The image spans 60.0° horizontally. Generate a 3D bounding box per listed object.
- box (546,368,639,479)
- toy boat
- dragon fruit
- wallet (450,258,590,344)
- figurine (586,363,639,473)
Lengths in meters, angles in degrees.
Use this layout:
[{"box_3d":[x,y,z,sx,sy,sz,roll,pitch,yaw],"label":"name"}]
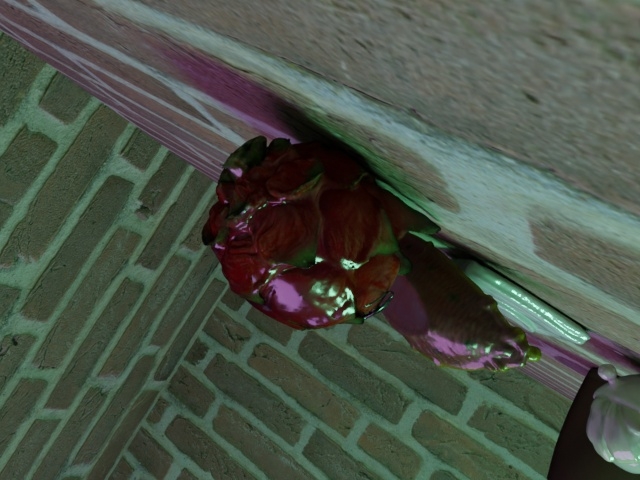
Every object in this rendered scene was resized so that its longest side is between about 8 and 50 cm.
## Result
[{"box_3d":[0.534,0.378,0.926,0.301,0.216,0.301,32,175,3],"label":"box"},{"box_3d":[0.129,0.066,0.702,0.099,0.141,0.318,0,-157,-26],"label":"toy boat"},{"box_3d":[0.000,0.000,0.569,0.192,0.193,0.274,-10,147,44],"label":"dragon fruit"},{"box_3d":[0.241,0.078,0.710,0.183,0.032,0.124,33,174,-5],"label":"wallet"},{"box_3d":[0.427,0.241,0.650,0.257,0.144,0.182,30,-162,-10],"label":"figurine"}]
